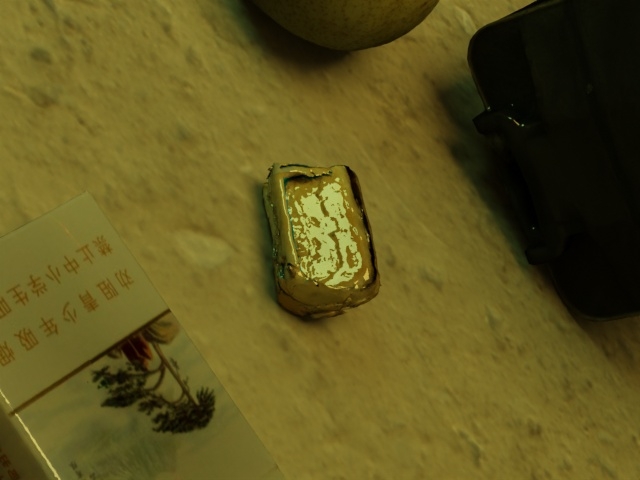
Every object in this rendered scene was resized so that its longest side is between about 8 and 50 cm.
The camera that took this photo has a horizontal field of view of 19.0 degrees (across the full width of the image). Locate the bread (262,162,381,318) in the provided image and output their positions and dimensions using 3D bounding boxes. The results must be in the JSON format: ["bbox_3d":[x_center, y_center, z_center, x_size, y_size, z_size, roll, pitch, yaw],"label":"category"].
[{"bbox_3d":[0.000,0.000,1.285,0.072,0.053,0.106,2,59,-19],"label":"bread"}]

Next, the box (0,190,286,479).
[{"bbox_3d":[-0.126,0.103,1.078,0.233,0.067,0.149,56,41,0],"label":"box"}]

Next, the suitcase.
[{"bbox_3d":[0.322,-0.108,1.381,0.194,0.434,0.283,-31,101,-47],"label":"suitcase"}]

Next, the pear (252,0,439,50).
[{"bbox_3d":[0.019,-0.215,1.377,0.167,0.136,0.167,28,30,-17],"label":"pear"}]
